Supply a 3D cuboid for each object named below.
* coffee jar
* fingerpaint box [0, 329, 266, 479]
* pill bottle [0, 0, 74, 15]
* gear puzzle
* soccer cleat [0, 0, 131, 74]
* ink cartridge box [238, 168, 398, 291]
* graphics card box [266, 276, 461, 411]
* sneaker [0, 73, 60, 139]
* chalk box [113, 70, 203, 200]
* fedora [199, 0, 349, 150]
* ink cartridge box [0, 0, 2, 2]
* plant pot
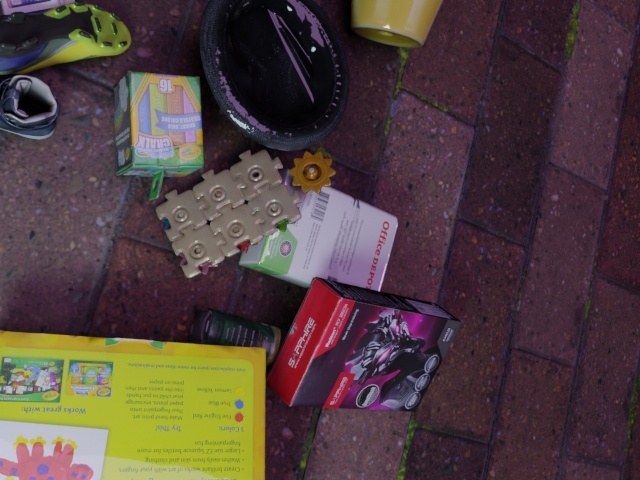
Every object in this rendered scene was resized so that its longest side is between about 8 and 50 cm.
[{"bbox_3d":[-0.149,0.189,1.278,0.184,0.096,0.079,19,71,-26],"label":"coffee jar"},{"bbox_3d":[-0.321,0.352,1.065,0.445,0.163,0.371,7,67,-22],"label":"fingerpaint box"},{"bbox_3d":[-0.487,-0.409,1.140,0.120,0.067,0.067,-23,98,-28],"label":"pill bottle"},{"bbox_3d":[-0.129,-0.073,1.249,0.339,0.044,0.175,-29,72,-2],"label":"gear puzzle"},{"bbox_3d":[-0.458,-0.339,1.140,0.289,0.121,0.093,-27,93,-48],"label":"soccer cleat"},{"bbox_3d":[0.000,0.000,1.360,0.273,0.115,0.198,22,77,-26],"label":"ink cartridge box"},{"bbox_3d":[0.096,0.218,1.328,0.371,0.094,0.232,16,103,-42],"label":"graphics card box"},{"bbox_3d":[-0.529,-0.221,1.054,0.226,0.163,0.086,6,86,-27],"label":"sneaker"},{"bbox_3d":[-0.291,-0.180,1.201,0.132,0.132,0.213,-3,90,-29],"label":"chalk box"},{"bbox_3d":[-0.104,-0.325,1.297,0.334,0.152,0.334,4,82,-27],"label":"fedora"},{"bbox_3d":[-0.630,-0.440,1.030,0.160,0.093,0.219,-37,106,-42],"label":"ink cartridge box"},{"bbox_3d":[0.167,-0.551,1.425,0.254,0.254,0.239,10,99,-28],"label":"plant pot"}]
